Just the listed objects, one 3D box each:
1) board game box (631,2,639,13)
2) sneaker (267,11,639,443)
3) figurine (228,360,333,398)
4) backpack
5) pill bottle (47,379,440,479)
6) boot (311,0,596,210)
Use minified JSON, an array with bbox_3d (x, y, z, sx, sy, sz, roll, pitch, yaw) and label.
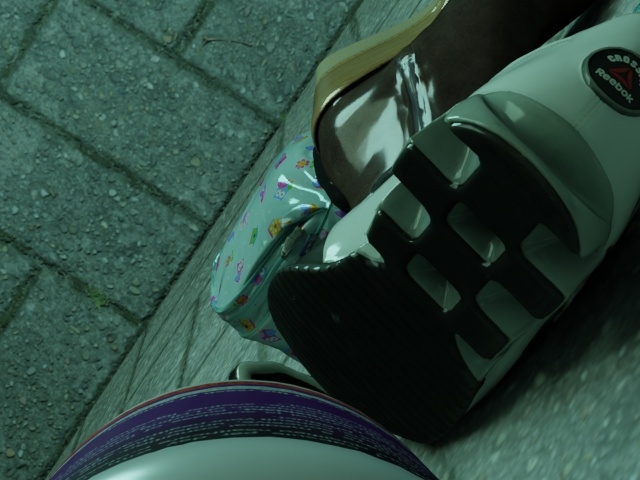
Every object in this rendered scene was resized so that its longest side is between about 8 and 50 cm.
[{"bbox_3d":[0.218,-0.155,0.785,0.186,0.026,0.126,-55,9,19],"label":"board game box"},{"bbox_3d":[0.082,-0.001,0.784,0.146,0.122,0.330,-42,-1,-29],"label":"sneaker"},{"bbox_3d":[-0.062,0.211,0.903,0.215,0.092,0.209,-74,11,-59],"label":"figurine"},{"bbox_3d":[0.000,0.000,1.153,0.182,0.115,0.152,-56,11,26],"label":"backpack"},{"bbox_3d":[-0.022,0.141,0.472,0.181,0.181,0.323,-58,2,-3],"label":"pill bottle"},{"bbox_3d":[0.113,-0.094,1.002,0.248,0.090,0.207,-30,40,12],"label":"boot"}]
